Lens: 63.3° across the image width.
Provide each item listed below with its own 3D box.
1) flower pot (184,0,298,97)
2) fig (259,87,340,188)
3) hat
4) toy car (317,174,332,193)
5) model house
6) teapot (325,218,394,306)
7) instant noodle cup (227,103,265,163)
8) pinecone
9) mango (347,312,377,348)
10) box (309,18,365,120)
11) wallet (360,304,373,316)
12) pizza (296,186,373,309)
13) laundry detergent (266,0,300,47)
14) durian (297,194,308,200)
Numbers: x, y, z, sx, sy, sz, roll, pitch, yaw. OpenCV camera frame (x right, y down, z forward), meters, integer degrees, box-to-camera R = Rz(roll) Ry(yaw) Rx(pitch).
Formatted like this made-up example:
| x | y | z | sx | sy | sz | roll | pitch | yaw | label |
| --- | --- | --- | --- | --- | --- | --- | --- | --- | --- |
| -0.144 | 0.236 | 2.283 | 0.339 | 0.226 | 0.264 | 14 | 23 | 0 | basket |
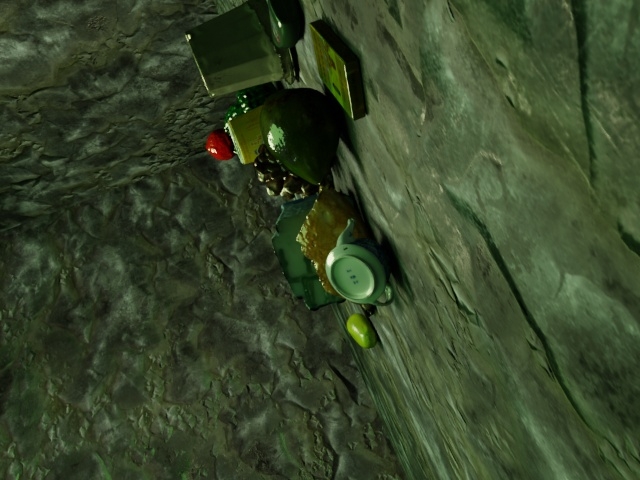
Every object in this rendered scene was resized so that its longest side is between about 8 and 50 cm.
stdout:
| x | y | z | sx | sy | sz | roll | pitch | yaw | label |
| --- | --- | --- | --- | --- | --- | --- | --- | --- | --- |
| -0.230 | -0.541 | 1.460 | 0.290 | 0.259 | 0.290 | 159 | 90 | -85 | flower pot |
| -0.039 | -0.233 | 1.208 | 0.195 | 0.195 | 0.244 | 145 | 112 | -84 | fig |
| -0.272 | -0.408 | 1.897 | 0.242 | 0.332 | 0.274 | 27 | -142 | -88 | hat |
| 0.004 | -0.181 | 1.635 | 0.205 | 0.056 | 0.095 | 75 | 172 | -53 | toy car |
| 0.000 | 0.000 | 1.566 | 0.329 | 0.252 | 0.294 | -107 | -4 | -75 | model house |
| 0.110 | 0.063 | 1.270 | 0.232 | 0.159 | 0.159 | 60 | 175 | -7 | teapot |
| -0.171 | -0.359 | 1.702 | 0.215 | 0.236 | 0.215 | 160 | 90 | -82 | instant noodle cup |
| -0.072 | -0.211 | 1.451 | 0.202 | 0.229 | 0.201 | 47 | 160 | 2 | pinecone |
| 0.158 | 0.350 | 1.975 | 0.163 | 0.089 | 0.117 | -120 | 10 | -48 | mango |
| 0.032 | -0.331 | 1.001 | 0.121 | 0.030 | 0.193 | 75 | 171 | -47 | box |
| 0.125 | 0.154 | 1.817 | 0.149 | 0.044 | 0.250 | 74 | 172 | -68 | wallet |
| 0.048 | 0.022 | 1.363 | 0.365 | 0.182 | 0.074 | 64 | -168 | -10 | pizza |
| -0.091 | -0.525 | 1.244 | 0.211 | 0.063 | 0.137 | 142 | 107 | -86 | laundry detergent |
| -0.016 | -0.082 | 1.834 | 0.250 | 0.138 | 0.183 | -161 | 57 | -74 | durian |
